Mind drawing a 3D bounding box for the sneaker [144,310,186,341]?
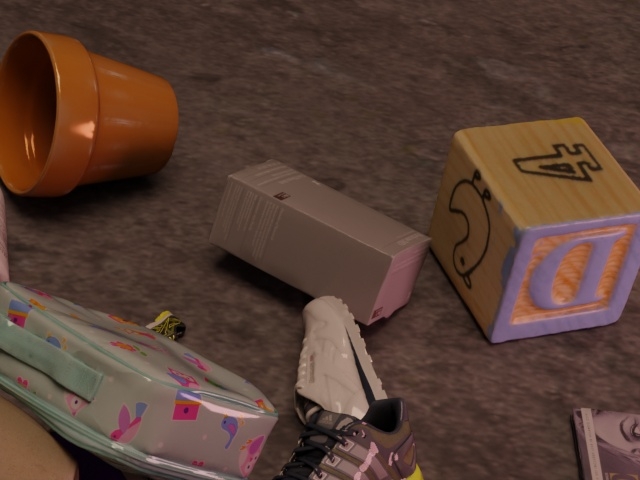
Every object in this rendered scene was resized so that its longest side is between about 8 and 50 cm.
[{"bbox_3d":[-0.184,0.111,1.794,0.035,0.031,0.083,24,41,15],"label":"sneaker"}]

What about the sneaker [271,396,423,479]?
[{"bbox_3d":[-0.005,0.236,1.561,0.111,0.121,0.300,2,10,36],"label":"sneaker"}]

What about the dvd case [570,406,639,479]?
[{"bbox_3d":[0.399,0.263,1.758,0.221,0.018,0.164,7,40,-5],"label":"dvd case"}]

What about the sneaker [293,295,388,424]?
[{"bbox_3d":[0.009,0.152,1.755,0.094,0.090,0.235,-16,41,-8],"label":"sneaker"}]

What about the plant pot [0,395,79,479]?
[{"bbox_3d":[-0.318,0.252,1.390,0.190,0.284,0.284,6,39,-4],"label":"plant pot"}]

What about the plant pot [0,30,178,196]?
[{"bbox_3d":[-0.291,-0.154,1.975,0.188,0.205,0.205,2,38,-34],"label":"plant pot"}]

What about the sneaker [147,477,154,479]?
[{"bbox_3d":[-0.192,0.238,1.634,0.058,0.052,0.135,-8,50,-37],"label":"sneaker"}]

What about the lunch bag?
[{"bbox_3d":[-0.200,0.140,1.492,0.279,0.108,0.224,23,2,39],"label":"lunch bag"}]

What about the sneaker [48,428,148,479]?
[{"bbox_3d":[-0.217,0.298,1.506,0.146,0.102,0.293,-26,52,-36],"label":"sneaker"}]

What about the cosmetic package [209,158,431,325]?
[{"bbox_3d":[0.000,0.000,1.896,0.238,0.107,0.127,24,21,18],"label":"cosmetic package"}]

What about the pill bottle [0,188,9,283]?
[{"bbox_3d":[-0.432,-0.018,1.813,0.131,0.131,0.229,0,41,-14],"label":"pill bottle"}]

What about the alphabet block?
[{"bbox_3d":[0.269,-0.016,1.930,0.193,0.192,0.197,-6,41,-23],"label":"alphabet block"}]
